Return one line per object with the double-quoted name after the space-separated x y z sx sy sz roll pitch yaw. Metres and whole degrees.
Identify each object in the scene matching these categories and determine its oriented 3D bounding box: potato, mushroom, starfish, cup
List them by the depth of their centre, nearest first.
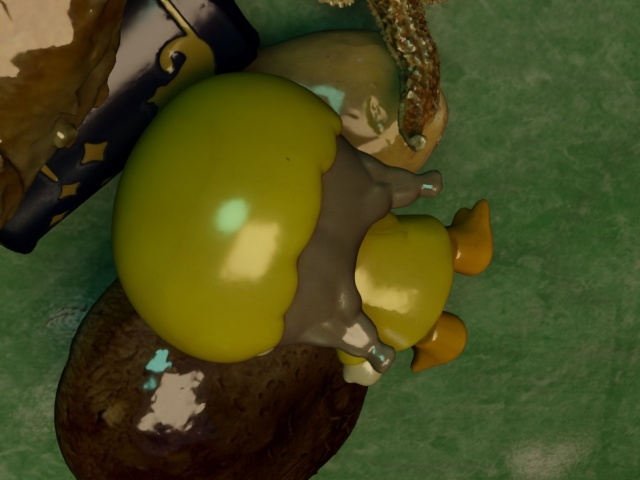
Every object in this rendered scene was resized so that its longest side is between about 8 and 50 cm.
-0.194 -0.139 0.756 0.256 0.255 0.178 -39 85 2 "cup"
0.035 -0.268 0.830 0.293 0.084 0.301 39 61 -16 "starfish"
0.001 -0.102 0.916 0.234 0.150 0.146 -12 161 -3 "potato"
-0.082 0.130 0.964 0.239 0.345 0.345 33 108 8 "mushroom"

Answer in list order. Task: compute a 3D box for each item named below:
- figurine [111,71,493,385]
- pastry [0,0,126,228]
0.000 0.000 0.797 0.344 0.187 0.215 17 74 -40 "figurine"
-0.248 -0.128 0.581 0.311 0.162 0.255 -47 121 5 "pastry"
